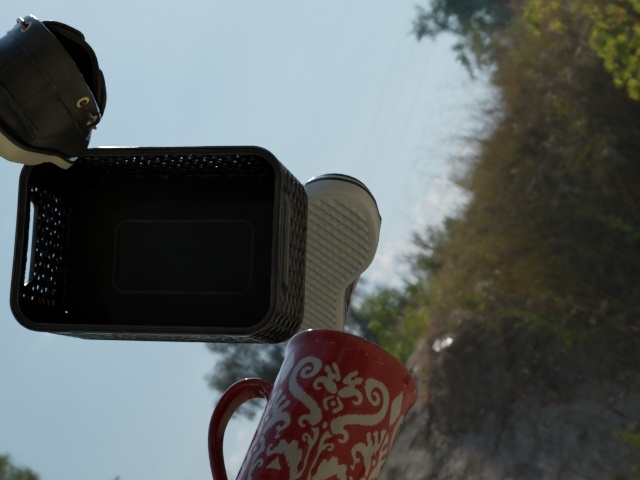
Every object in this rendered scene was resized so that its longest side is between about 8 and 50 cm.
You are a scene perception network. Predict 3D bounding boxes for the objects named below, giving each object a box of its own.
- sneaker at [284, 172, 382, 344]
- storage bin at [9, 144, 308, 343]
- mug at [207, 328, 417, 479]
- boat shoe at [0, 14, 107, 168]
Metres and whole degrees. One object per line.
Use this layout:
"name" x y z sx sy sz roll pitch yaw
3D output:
"sneaker" 0.000 0.000 1.215 0.321 0.126 0.127 106 176 -55
"storage bin" -0.105 0.005 0.695 0.084 0.180 0.122 38 -127 -76
"mug" -0.016 0.172 0.789 0.150 0.113 0.169 -24 31 46
"boat shoe" -0.099 -0.056 0.388 0.042 0.049 0.133 -36 8 0
